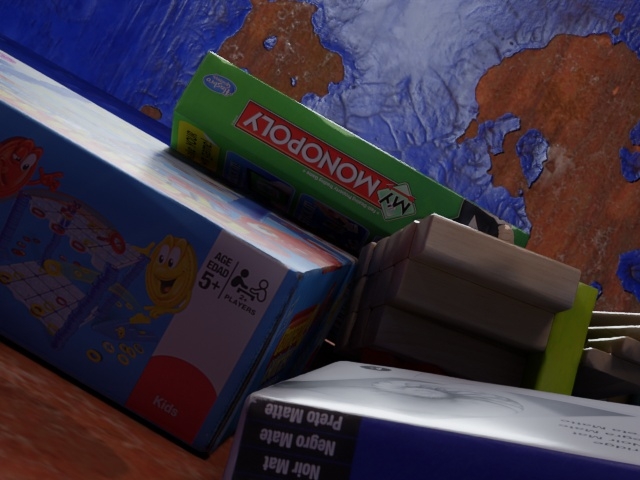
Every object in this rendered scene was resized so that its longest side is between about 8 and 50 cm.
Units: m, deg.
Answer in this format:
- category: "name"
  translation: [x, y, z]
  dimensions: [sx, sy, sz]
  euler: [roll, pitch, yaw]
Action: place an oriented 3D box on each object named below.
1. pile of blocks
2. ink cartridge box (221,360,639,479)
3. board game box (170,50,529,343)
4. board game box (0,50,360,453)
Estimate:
- category: "pile of blocks"
  translation: [0.154, 0.108, 0.852]
  dimensions: [0.362, 0.113, 0.149]
  euler: [28, -18, -36]
- category: "ink cartridge box"
  translation: [0.085, 0.090, 0.579]
  dimensions: [0.223, 0.045, 0.224]
  euler: [8, 4, 11]
- category: "board game box"
  translation: [0.000, 0.000, 1.023]
  dimensions: [0.213, 0.046, 0.317]
  euler: [29, -16, 1]
- category: "board game box"
  translation: [-0.140, -0.025, 0.781]
  dimensions: [0.308, 0.086, 0.302]
  euler: [30, 3, 5]
